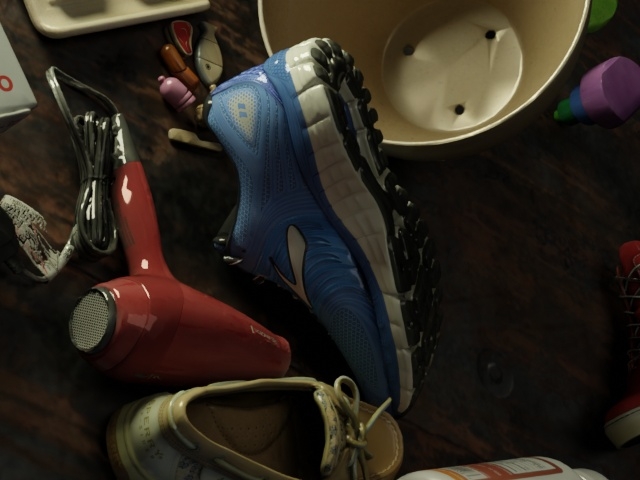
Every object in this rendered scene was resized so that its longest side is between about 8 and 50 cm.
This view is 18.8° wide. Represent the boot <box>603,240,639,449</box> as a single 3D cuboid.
[{"bbox_3d":[0.310,0.094,1.864,0.244,0.088,0.176,-21,84,-57],"label":"boot"}]

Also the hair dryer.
[{"bbox_3d":[-0.129,0.009,1.469,0.293,0.080,0.224,48,42,-15],"label":"hair dryer"}]

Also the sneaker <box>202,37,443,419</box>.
[{"bbox_3d":[0.000,0.000,1.581,0.130,0.147,0.330,-59,131,-61],"label":"sneaker"}]

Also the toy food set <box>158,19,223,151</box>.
[{"bbox_3d":[-0.106,-0.137,1.619,0.078,0.019,0.122,12,60,-41],"label":"toy food set"}]

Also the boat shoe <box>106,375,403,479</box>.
[{"bbox_3d":[-0.028,0.156,1.480,0.285,0.089,0.105,3,66,-45],"label":"boat shoe"}]

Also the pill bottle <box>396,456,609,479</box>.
[{"bbox_3d":[0.153,0.241,1.592,0.216,0.121,0.121,1,68,-45],"label":"pill bottle"}]

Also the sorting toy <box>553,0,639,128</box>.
[{"bbox_3d":[0.203,-0.272,1.941,0.127,0.126,0.366,-26,92,-37],"label":"sorting toy"}]

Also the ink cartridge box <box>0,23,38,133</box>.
[{"bbox_3d":[-0.315,-0.155,1.366,0.153,0.087,0.208,-19,81,-49],"label":"ink cartridge box"}]

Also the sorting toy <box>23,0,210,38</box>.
[{"bbox_3d":[-0.191,-0.272,1.594,0.193,0.038,0.208,-19,82,-49],"label":"sorting toy"}]

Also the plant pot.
[{"bbox_3d":[0.105,-0.186,1.707,0.191,0.284,0.284,53,24,-69],"label":"plant pot"}]
